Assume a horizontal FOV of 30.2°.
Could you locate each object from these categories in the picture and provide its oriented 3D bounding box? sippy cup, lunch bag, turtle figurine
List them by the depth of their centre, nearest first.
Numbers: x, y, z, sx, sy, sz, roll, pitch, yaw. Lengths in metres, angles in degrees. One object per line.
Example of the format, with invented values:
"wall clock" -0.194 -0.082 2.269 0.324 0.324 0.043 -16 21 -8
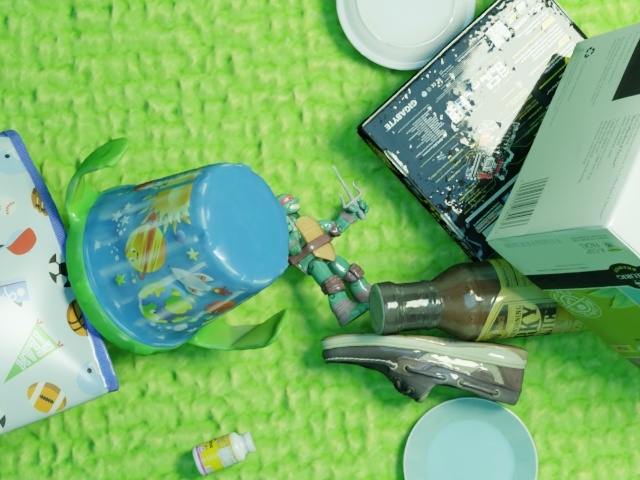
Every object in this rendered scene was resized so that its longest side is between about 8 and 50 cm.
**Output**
"sippy cup" -0.168 0.009 1.527 0.224 0.305 0.240 -23 66 37
"lunch bag" -0.489 0.070 1.545 0.327 0.239 0.386 -20 92 -29
"turtle figurine" 0.000 0.000 1.644 0.175 0.118 0.234 -32 86 -42

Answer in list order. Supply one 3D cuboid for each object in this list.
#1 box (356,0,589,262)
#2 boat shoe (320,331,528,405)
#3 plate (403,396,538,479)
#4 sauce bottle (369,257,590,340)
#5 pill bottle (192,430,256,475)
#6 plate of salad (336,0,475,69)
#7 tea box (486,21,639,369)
"box" 0.250 -0.169 1.649 0.322 0.079 0.257 -43 96 -2
"boat shoe" 0.140 0.177 1.628 0.285 0.103 0.092 4 84 1
"plate" 0.208 0.312 1.657 0.188 0.024 0.188 0 87 2
"sauce bottle" 0.237 0.079 1.595 0.344 0.111 0.111 -5 86 -12
"pill bottle" -0.134 0.295 1.657 0.083 0.043 0.043 -21 86 -1
"plate of salad" 0.121 -0.340 1.693 0.199 0.048 0.200 0 87 -2
"tea box" 0.438 -0.052 1.483 0.323 0.220 0.329 38 67 -23
